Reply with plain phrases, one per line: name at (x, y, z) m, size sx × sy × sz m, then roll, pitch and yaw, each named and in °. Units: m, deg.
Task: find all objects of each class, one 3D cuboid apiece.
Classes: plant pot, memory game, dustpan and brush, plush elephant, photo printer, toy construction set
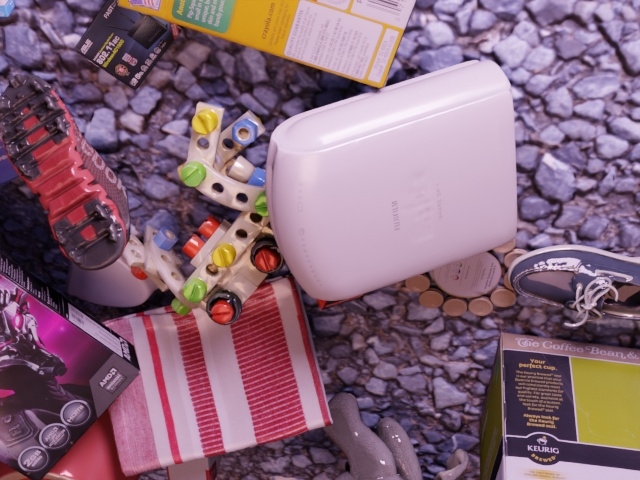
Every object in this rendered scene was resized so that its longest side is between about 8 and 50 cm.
plant pot at (-0.403, 0.338, 1.660) m, size 0.275 × 0.243 × 0.275 m, roll 5°, pitch 131°, yaw 6°
memory game at (0.209, 0.042, 1.458) m, size 0.186 × 0.012 × 0.186 m, roll 4°, pitch 131°, yaw 5°
dustpan and brush at (-0.268, 0.059, 1.528) m, size 0.211 × 0.060 × 0.147 m, roll 23°, pitch 137°, yaw -2°
plush elephant at (0.114, 0.438, 1.688) m, size 0.330 × 0.272 × 0.255 m, roll 27°, pitch 179°, yaw 27°
photo printer at (0.086, -0.065, 1.247) m, size 0.307 × 0.107 × 0.256 m, roll -18°, pitch 130°, yaw -10°
toy construction set at (-0.152, -0.017, 1.361) m, size 0.215 × 0.151 × 0.328 m, roll 38°, pitch 127°, yaw -7°

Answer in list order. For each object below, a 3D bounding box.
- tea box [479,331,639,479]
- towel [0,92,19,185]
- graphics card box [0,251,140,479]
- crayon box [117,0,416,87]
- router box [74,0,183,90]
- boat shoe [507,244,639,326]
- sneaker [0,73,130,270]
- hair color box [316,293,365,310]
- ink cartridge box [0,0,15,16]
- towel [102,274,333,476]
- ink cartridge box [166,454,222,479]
tea box at (0.408, 0.332, 1.471) m, size 0.329 × 0.323 × 0.220 m, roll 7°, pitch 131°, yaw 4°
towel at (-0.516, -0.149, 1.269) m, size 0.243 × 0.040 × 0.336 m, roll -26°, pitch 147°, yaw -19°
graphics card box at (-0.464, 0.148, 1.403) m, size 0.233 × 0.094 × 0.371 m, roll -47°, pitch 117°, yaw 3°
crayon box at (-0.048, -0.318, 1.138) m, size 0.323 × 0.083 × 0.203 m, roll 16°, pitch 131°, yaw -6°
router box at (-0.233, -0.256, 1.250) m, size 0.092 × 0.038 × 0.122 m, roll 33°, pitch 128°, yaw -18°
boat shoe at (0.388, 0.071, 1.406) m, size 0.254 × 0.079 × 0.095 m, roll 9°, pitch 132°, yaw -1°
sneaker at (-0.333, -0.090, 1.346) m, size 0.097 × 0.135 × 0.276 m, roll -28°, pitch 89°, yaw 7°
hair color box at (0.038, 0.042, 1.420) m, size 0.072 × 0.043 × 0.141 m, roll -16°, pitch 155°, yaw -20°
ink cartridge box at (-0.410, -0.315, 1.233) m, size 0.048 × 0.028 × 0.083 m, roll 0°, pitch 131°, yaw 9°
towel at (-0.167, 0.201, 1.513) m, size 0.329 × 0.037 × 0.237 m, roll -15°, pitch 85°, yaw 8°
ink cartridge box at (-0.193, 0.298, 1.637) m, size 0.072 × 0.175 × 0.127 m, roll 6°, pitch 131°, yaw 7°
